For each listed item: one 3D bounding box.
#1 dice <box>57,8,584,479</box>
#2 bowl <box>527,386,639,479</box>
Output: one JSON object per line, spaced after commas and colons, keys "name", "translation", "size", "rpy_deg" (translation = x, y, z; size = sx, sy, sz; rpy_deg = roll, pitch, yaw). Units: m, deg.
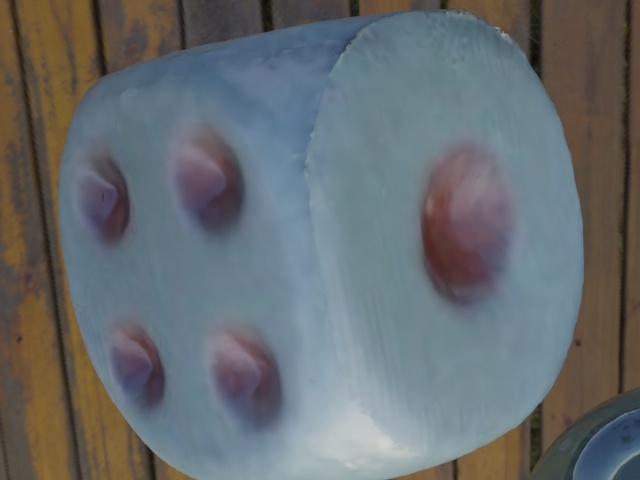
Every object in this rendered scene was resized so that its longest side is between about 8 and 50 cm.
{"name": "dice", "translation": [0.000, 0.000, 0.662], "size": [0.262, 0.264, 0.268], "rpy_deg": [-4, 100, 46]}
{"name": "bowl", "translation": [0.244, 0.200, 0.648], "size": [0.289, 0.289, 0.146], "rpy_deg": [-30, 128, 11]}
